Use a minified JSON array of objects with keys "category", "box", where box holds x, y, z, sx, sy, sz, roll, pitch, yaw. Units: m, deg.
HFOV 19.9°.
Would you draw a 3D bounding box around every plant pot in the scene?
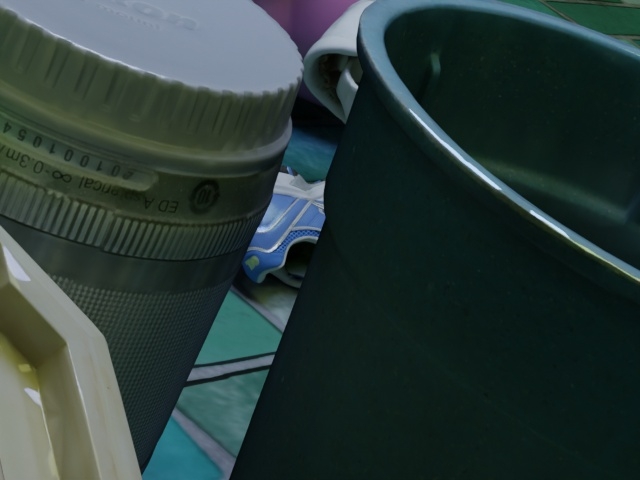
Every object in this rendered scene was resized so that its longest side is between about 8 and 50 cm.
[{"category":"plant pot","box":[0.106,0.106,0.882,0.341,0.334,0.341,22,22,-10]}]

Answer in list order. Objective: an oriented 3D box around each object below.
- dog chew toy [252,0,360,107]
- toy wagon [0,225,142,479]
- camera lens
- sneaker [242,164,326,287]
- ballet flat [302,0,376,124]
[{"category":"dog chew toy","box":[-0.054,-0.225,1.622,0.332,0.207,0.206,3,27,-9]},{"category":"toy wagon","box":[-0.206,0.043,0.651,0.344,0.068,0.267,21,38,-43]},{"category":"camera lens","box":[-0.152,-0.008,0.934,0.219,0.274,0.219,22,23,-10]},{"category":"sneaker","box":[0.000,0.000,1.364,0.211,0.080,0.081,4,57,-46]},{"category":"ballet flat","box":[0.131,-0.030,1.370,0.400,0.139,0.139,47,29,20]}]
